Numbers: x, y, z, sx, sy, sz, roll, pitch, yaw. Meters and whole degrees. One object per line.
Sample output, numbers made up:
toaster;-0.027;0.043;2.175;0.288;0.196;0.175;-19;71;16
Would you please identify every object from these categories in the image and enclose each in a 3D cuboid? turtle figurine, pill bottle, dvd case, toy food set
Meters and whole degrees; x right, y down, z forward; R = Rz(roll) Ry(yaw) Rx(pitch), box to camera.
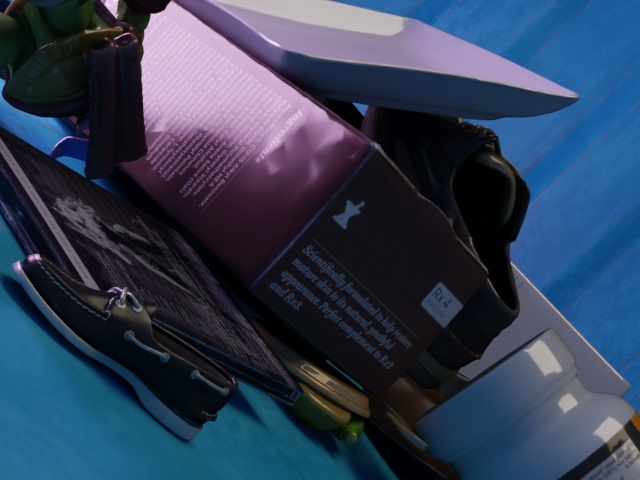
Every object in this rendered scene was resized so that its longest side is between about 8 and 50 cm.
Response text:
turtle figurine;-0.190;-0.185;0.785;0.198;0.275;0.266;13;4;7
pill bottle;0.201;0.215;0.924;0.278;0.162;0.162;55;4;7
dvd case;-0.112;0.014;0.740;0.164;0.018;0.221;49;9;37
toy food set;-0.018;0.102;0.917;0.192;0.038;0.132;35;0;-9

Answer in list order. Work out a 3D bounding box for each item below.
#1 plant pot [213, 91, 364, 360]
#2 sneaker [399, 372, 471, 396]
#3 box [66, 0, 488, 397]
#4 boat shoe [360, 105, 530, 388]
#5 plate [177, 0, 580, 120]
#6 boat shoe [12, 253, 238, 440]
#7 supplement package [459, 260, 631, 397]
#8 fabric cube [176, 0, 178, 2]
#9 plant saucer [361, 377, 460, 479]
plant pot;0.000;0.000;1.177;0.188;0.187;0.167;45;19;-33
sneaker;0.084;0.148;1.404;0.222;0.083;0.118;37;-9;-37
box;-0.061;-0.057;0.996;0.381;0.143;0.191;38;-4;44
boat shoe;0.122;-0.032;1.091;0.132;0.130;0.355;41;35;-37
plate;0.032;-0.160;1.055;0.278;0.045;0.277;5;21;-30
boat shoe;-0.090;0.044;0.586;0.125;0.038;0.046;46;3;-20
supplement package;0.212;0.152;1.594;0.293;0.177;0.175;47;-18;3
fabric cube;-0.224;-0.365;1.263;0.254;0.258;0.259;22;7;-8
plant saucer;0.171;0.213;1.166;0.310;0.050;0.310;31;0;0
